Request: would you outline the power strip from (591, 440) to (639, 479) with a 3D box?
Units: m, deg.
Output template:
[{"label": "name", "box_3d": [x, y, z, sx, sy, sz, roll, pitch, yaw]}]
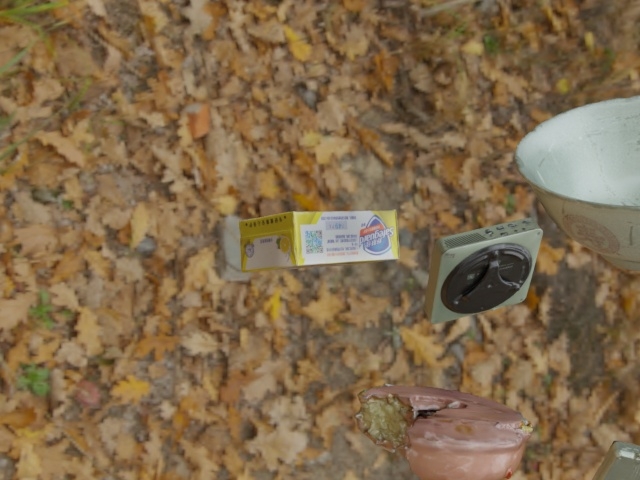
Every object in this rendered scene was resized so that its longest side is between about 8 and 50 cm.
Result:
[{"label": "power strip", "box_3d": [0.484, 0.400, 1.570, 0.035, 0.081, 0.192, -79, -178, -54]}]

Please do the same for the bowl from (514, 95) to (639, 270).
[{"label": "bowl", "box_3d": [0.551, -0.074, 1.622, 0.435, 0.435, 0.196, -45, 133, -45]}]

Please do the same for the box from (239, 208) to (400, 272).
[{"label": "box", "box_3d": [0.000, 0.000, 1.795, 0.265, 0.168, 0.097, -2, 85, -44]}]

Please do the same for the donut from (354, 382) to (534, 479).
[{"label": "donut", "box_3d": [0.159, 0.243, 1.210, 0.199, 0.233, 0.085, 4, 94, -18]}]

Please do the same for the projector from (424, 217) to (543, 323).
[{"label": "projector", "box_3d": [0.382, 0.079, 2.273, 0.259, 0.257, 0.079, 91, -20, -45]}]
